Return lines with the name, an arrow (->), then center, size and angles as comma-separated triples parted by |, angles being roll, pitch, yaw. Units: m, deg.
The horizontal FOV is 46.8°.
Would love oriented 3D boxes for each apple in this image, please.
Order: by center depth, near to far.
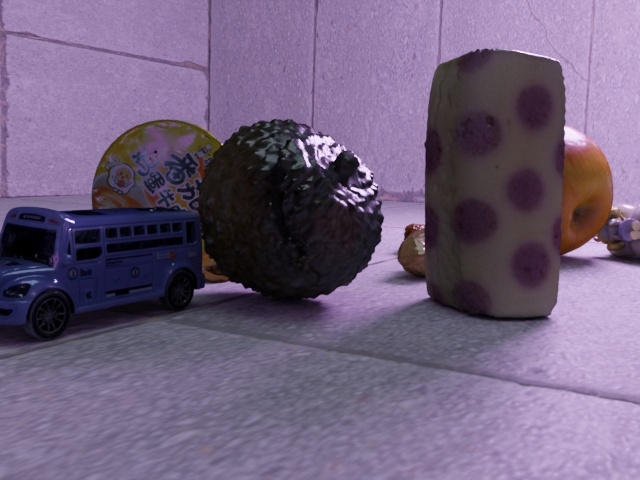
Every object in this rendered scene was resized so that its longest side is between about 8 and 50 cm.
apple -> 0.471, -0.099, 1.548 | 0.286, 0.285, 0.233 | -2, 25, -33

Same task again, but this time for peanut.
peanut -> 0.190, 0.016, 1.283 | 0.093, 0.083, 0.194 | 21, 14, 28

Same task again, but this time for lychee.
lychee -> -0.046, -0.036, 0.991 | 0.274, 0.255, 0.255 | -34, -13, 30

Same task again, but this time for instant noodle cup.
instant noodle cup -> -0.247, -0.075, 1.329 | 0.265, 0.264, 0.200 | 3, -1, 8

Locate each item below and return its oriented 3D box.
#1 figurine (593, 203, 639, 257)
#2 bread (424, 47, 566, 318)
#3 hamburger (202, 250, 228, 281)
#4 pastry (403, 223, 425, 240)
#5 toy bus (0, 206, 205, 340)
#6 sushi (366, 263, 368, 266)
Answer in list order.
figurine -> 0.670, -0.019, 1.611 | 0.155, 0.127, 0.235 | -10, 4, -13
bread -> 0.225, -0.076, 0.994 | 0.155, 0.338, 0.187 | 1, 4, -14
hamburger -> -0.170, 0.039, 1.168 | 0.083, 0.044, 0.076 | 3, 5, 36
pastry -> 0.231, -0.003, 1.607 | 0.087, 0.063, 0.169 | 16, 7, 29
toy bus -> -0.271, 0.024, 0.862 | 0.126, 0.133, 0.292 | 6, 8, 32
sushi -> 0.061, 0.027, 1.330 | 0.044, 0.045, 0.083 | 3, 7, 18
